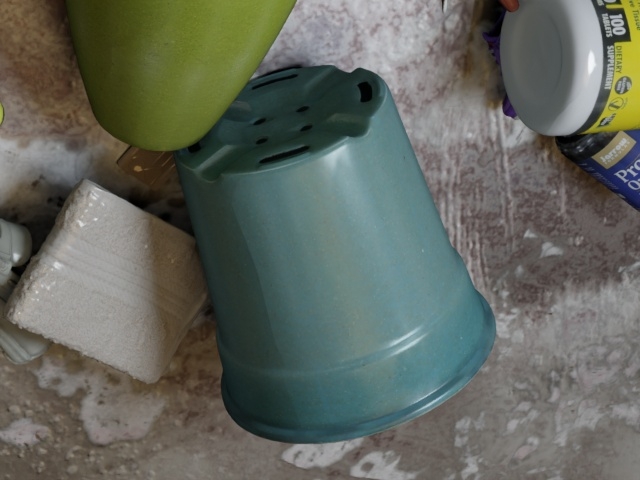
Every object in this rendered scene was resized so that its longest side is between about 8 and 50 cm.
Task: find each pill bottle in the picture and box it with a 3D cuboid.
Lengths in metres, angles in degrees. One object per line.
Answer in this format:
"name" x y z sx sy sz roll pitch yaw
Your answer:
"pill bottle" 0.396 -0.225 1.999 0.334 0.188 0.188 -6 123 -24
"pill bottle" 0.375 -0.131 2.147 0.219 0.123 0.123 33 103 -23

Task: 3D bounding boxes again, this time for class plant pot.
"plant pot" -0.154 -0.246 1.786 0.275 0.275 0.293 -5 139 -21
"plant pot" 0.000 0.000 1.961 0.341 0.341 0.334 -23 119 -9

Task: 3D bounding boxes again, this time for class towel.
"towel" -0.231 0.055 1.984 0.282 0.049 0.187 30 89 -53

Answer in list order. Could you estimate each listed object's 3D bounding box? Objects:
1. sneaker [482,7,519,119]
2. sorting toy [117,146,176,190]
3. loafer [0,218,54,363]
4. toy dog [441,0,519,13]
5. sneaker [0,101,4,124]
"sneaker" 0.231 -0.231 2.079 0.071 0.068 0.170 -3 113 -7
"sorting toy" -0.189 -0.103 1.990 0.062 0.012 0.083 36 104 -32
"loafer" -0.382 0.011 1.922 0.111 0.112 0.319 -37 136 -5
"toy dog" 0.170 -0.316 1.836 0.220 0.334 0.161 -34 93 25
"sneaker" -0.432 -0.141 1.806 0.208 0.094 0.081 11 114 -31
